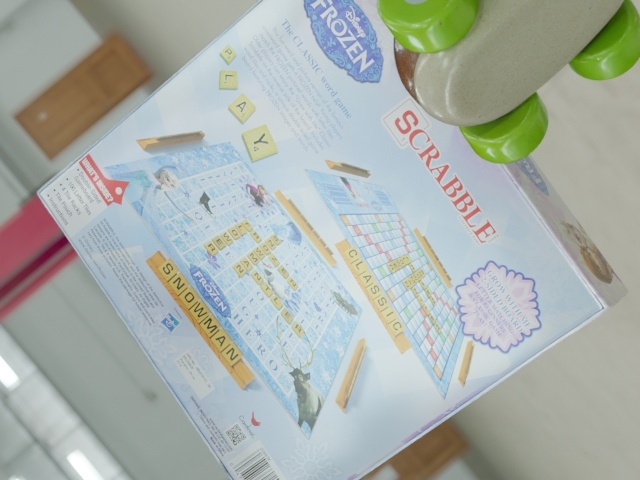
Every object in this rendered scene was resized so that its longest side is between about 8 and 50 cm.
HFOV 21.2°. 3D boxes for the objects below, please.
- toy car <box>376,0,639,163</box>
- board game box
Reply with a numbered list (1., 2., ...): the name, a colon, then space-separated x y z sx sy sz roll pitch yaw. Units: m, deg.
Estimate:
1. toy car: 0.078 -0.168 1.008 0.188 0.149 0.155 52 -177 37
2. board game box: 0.000 0.000 1.229 0.319 0.318 0.066 56 -156 6
